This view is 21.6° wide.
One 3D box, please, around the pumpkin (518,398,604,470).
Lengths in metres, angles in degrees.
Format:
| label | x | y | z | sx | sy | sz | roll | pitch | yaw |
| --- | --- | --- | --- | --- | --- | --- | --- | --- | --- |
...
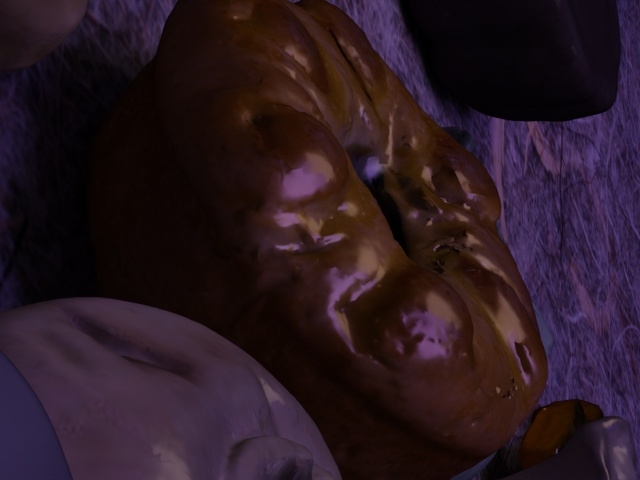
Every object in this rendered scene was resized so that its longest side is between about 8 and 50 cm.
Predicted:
| label | x | y | z | sx | sy | sz | roll | pitch | yaw |
| --- | --- | --- | --- | --- | --- | --- | --- | --- | --- |
| pumpkin | 0.232 | 0.270 | 1.625 | 0.258 | 0.095 | 0.290 | 43 | 47 | -64 |

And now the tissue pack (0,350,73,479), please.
| label | x | y | z | sx | sy | sz | roll | pitch | yaw |
| --- | --- | --- | --- | --- | --- | --- | --- | --- | --- |
| tissue pack | -0.203 | 0.107 | 0.386 | 0.333 | 0.229 | 0.236 | 0 | 85 | -68 |

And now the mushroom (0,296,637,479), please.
| label | x | y | z | sx | sy | sz | roll | pitch | yaw |
| --- | --- | --- | --- | --- | --- | --- | --- | --- | --- |
| mushroom | -0.031 | 0.159 | 0.672 | 0.314 | 0.336 | 0.314 | -14 | 90 | -76 |

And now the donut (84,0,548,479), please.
| label | x | y | z | sx | sy | sz | roll | pitch | yaw |
| --- | --- | --- | --- | --- | --- | --- | --- | --- | --- |
| donut | 0.000 | 0.000 | 0.930 | 0.299 | 0.150 | 0.317 | 52 | 20 | 7 |

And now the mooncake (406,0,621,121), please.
| label | x | y | z | sx | sy | sz | roll | pitch | yaw |
| --- | --- | --- | --- | --- | --- | --- | --- | --- | --- |
| mooncake | 0.185 | -0.258 | 1.616 | 0.306 | 0.154 | 0.306 | -7 | 90 | -69 |

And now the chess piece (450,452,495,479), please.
| label | x | y | z | sx | sy | sz | roll | pitch | yaw |
| --- | --- | --- | --- | --- | --- | --- | --- | --- | --- |
| chess piece | 0.008 | 0.093 | 1.113 | 0.271 | 0.139 | 0.139 | 18 | 65 | -53 |

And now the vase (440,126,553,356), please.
| label | x | y | z | sx | sy | sz | roll | pitch | yaw |
| --- | --- | --- | --- | --- | --- | --- | --- | --- | --- |
| vase | 0.128 | 0.011 | 1.465 | 0.096 | 0.096 | 0.219 | -64 | 138 | -55 |

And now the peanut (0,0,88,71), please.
| label | x | y | z | sx | sy | sz | roll | pitch | yaw |
| --- | --- | --- | --- | --- | --- | --- | --- | --- | --- |
| peanut | -0.181 | -0.211 | 0.672 | 0.152 | 0.152 | 0.313 | -71 | 144 | -49 |
